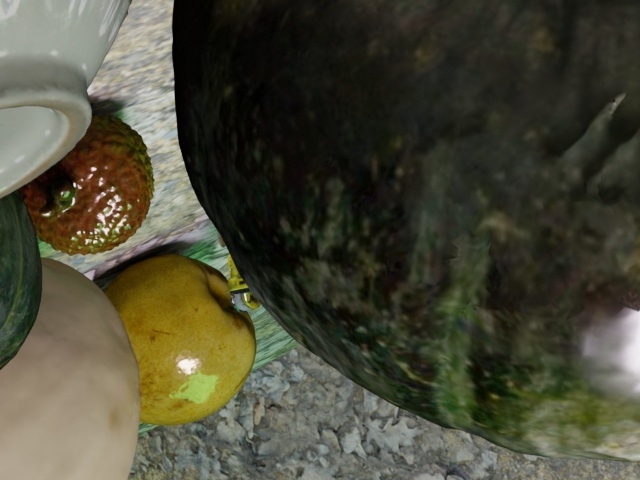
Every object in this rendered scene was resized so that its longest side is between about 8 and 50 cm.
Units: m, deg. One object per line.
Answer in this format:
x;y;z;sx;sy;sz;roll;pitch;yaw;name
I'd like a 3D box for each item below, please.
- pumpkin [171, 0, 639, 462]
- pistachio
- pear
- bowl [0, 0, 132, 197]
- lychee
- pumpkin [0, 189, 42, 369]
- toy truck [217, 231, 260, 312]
0.149;-0.101;0.734;0.454;0.454;0.344;-24;149;-6;pumpkin
-0.365;0.194;1.253;0.445;0.365;0.281;-50;172;-22;pistachio
-0.186;0.124;1.700;0.208;0.209;0.209;-25;170;-5;pear
-0.205;-0.098;0.669;0.337;0.158;0.337;-25;171;-4;bowl
-0.186;-0.046;1.118;0.114;0.114;0.146;-29;-172;21;lychee
-0.331;0.046;0.953;0.300;0.207;0.300;-31;165;-9;pumpkin
0.000;0.000;1.699;0.124;0.157;0.272;-13;171;33;toy truck
